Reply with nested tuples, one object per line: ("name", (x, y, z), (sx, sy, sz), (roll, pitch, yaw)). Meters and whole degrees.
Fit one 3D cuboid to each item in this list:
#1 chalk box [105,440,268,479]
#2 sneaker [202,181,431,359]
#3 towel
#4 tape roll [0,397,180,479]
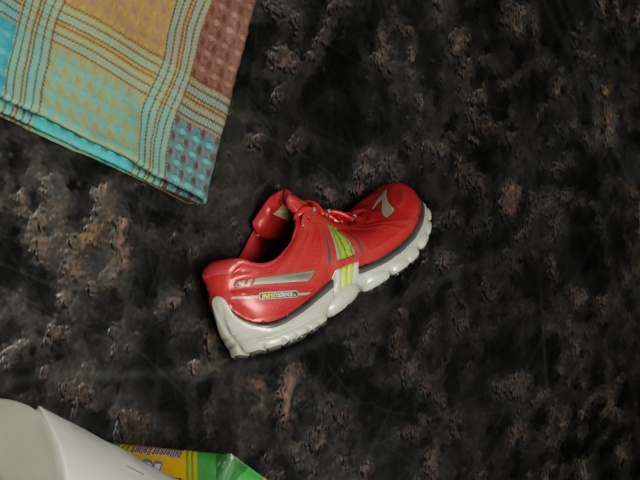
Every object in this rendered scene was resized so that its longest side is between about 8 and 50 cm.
("chalk box", (-0.128, 0.331, 1.561), (0.179, 0.180, 0.289), (41, 60, -39))
("sneaker", (0.000, 0.000, 1.762), (0.279, 0.107, 0.118), (-37, 107, -44))
("towel", (-0.193, -0.211, 1.596), (0.370, 0.040, 0.271), (27, 71, -44))
("tape roll", (-0.215, 0.258, 1.420), (0.169, 0.246, 0.246), (36, 65, -41))
